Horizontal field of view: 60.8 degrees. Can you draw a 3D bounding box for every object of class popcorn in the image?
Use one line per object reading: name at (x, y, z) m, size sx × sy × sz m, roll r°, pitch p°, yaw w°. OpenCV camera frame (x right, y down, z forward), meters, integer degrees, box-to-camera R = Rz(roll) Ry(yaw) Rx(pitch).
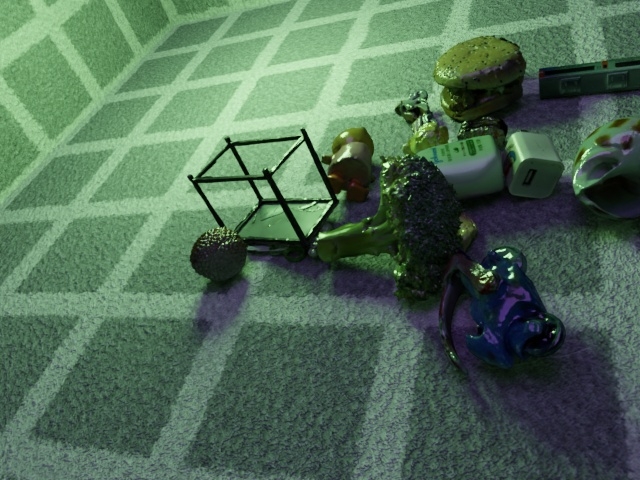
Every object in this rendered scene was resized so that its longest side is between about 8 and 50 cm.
popcorn at (0.345, -0.311, 1.745) m, size 0.162 × 0.135 × 0.141 m, roll 9°, pitch 70°, yaw 16°

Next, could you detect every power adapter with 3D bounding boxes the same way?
power adapter at (0.583, -0.233, 1.536) m, size 0.125 × 0.130 × 0.205 m, roll 6°, pitch 42°, yaw -3°

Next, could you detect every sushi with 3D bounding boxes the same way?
sushi at (0.515, -0.337, 1.731) m, size 0.150 × 0.090 × 0.078 m, roll 2°, pitch 42°, yaw 28°

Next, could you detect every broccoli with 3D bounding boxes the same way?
broccoli at (0.179, -0.068, 1.436) m, size 0.353 × 0.275 × 0.397 m, roll -51°, pitch 32°, yaw -15°

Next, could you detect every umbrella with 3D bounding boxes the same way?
umbrella at (0.000, 0.000, 1.617) m, size 0.067 × 0.062 × 0.143 m, roll 17°, pitch 46°, yaw 13°

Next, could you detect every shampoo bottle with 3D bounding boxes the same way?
shampoo bottle at (0.347, -0.194, 1.602) m, size 0.349 × 0.151 × 0.222 m, roll -11°, pitch 39°, yaw 15°

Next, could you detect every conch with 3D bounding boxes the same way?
conch at (0.774, -0.183, 1.359) m, size 0.368 × 0.197 × 0.249 m, roll -25°, pitch 72°, yaw 1°

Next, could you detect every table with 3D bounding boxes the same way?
table at (-0.171, -0.159, 1.666) m, size 0.335 × 0.272 × 0.222 m, roll 2°, pitch 43°, yaw 38°

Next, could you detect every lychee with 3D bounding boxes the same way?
lychee at (-0.299, 0.040, 1.641) m, size 0.165 × 0.165 × 0.197 m, roll 11°, pitch 12°, yaw 34°

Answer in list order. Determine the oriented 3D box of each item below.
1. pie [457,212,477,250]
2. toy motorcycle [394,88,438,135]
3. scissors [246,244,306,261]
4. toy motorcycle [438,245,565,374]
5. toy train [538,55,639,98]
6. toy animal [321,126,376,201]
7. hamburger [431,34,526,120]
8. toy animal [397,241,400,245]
pie at (0.334, -0.028, 1.498) m, size 0.185 × 0.052 × 0.218 m, roll -16°, pitch 39°, yaw 10°
toy motorcycle at (0.338, -0.443, 1.938) m, size 0.130 × 0.094 × 0.229 m, roll -18°, pitch 52°, yaw 13°
scissors at (-0.134, 0.024, 1.678) m, size 0.204 × 0.027 × 0.101 m, roll 0°, pitch 43°, yaw 22°
toy motorcycle at (0.387, 0.165, 1.205) m, size 0.182 × 0.241 × 0.319 m, roll 17°, pitch 35°, yaw -16°
toy train at (0.921, -0.525, 1.754) m, size 0.409 × 0.086 × 0.089 m, roll 1°, pitch 46°, yaw 25°
toy animal at (0.100, -0.271, 1.793) m, size 0.195 × 0.169 × 0.281 m, roll 23°, pitch 36°, yaw -13°
hamburger at (0.536, -0.559, 1.889) m, size 0.277 × 0.195 × 0.318 m, roll -24°, pitch 38°, yaw -5°
toy animal at (0.205, 0.007, 1.537) m, size 0.084 × 0.028 × 0.050 m, roll 9°, pitch 41°, yaw 33°
